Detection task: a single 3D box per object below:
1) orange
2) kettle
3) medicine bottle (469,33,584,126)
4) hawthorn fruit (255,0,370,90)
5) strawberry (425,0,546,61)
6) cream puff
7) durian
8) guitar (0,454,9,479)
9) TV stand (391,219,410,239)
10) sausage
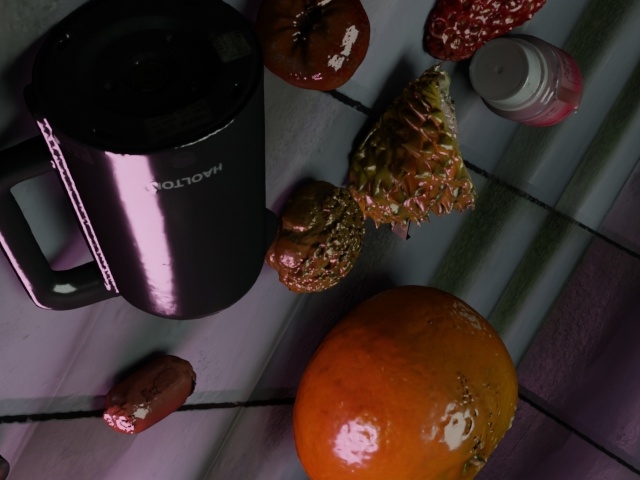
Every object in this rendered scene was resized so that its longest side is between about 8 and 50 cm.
[{"bbox_3d":[0.154,0.283,1.891,0.424,0.326,0.423,-41,149,-32],"label":"orange"},{"bbox_3d":[-0.168,-0.049,1.075,0.262,0.203,0.308,-47,156,-27],"label":"kettle"},{"bbox_3d":[0.334,-0.264,1.800,0.247,0.147,0.147,1,119,-61],"label":"medicine bottle"},{"bbox_3d":[-0.006,-0.235,1.244,0.132,0.133,0.138,-57,171,-1],"label":"hawthorn fruit"},{"bbox_3d":[0.260,-0.348,1.605,0.236,0.111,0.190,-54,157,-6],"label":"strawberry"},{"bbox_3d":[0.000,0.000,1.529,0.150,0.115,0.165,-32,144,-50],"label":"cream puff"},{"bbox_3d":[0.134,-0.097,1.645,0.196,0.185,0.305,-18,151,4],"label":"durian"},{"bbox_3d":[-0.435,0.332,1.230,0.233,0.025,0.088,-55,155,-2],"label":"guitar"},{"bbox_3d":[0.144,-0.098,1.771,0.042,0.036,0.249,-37,149,-36],"label":"TV stand"},{"bbox_3d":[-0.220,0.199,1.415,0.141,0.076,0.076,-29,143,-46],"label":"sausage"}]
